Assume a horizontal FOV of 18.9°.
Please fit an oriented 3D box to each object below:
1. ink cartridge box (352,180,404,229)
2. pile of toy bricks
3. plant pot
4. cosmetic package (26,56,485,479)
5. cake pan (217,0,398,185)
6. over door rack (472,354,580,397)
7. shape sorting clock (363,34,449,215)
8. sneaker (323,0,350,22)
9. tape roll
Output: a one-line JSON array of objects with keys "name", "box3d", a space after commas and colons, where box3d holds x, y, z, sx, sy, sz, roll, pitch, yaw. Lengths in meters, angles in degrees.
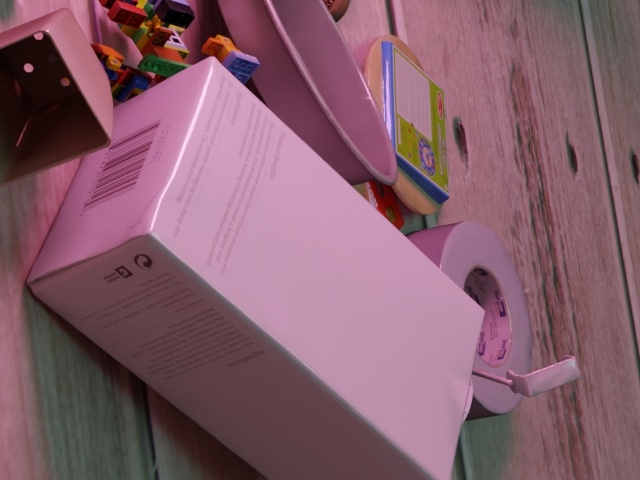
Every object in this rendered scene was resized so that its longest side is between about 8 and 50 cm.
[{"name": "ink cartridge box", "box3d": [0.048, -0.046, 2.024, 0.179, 0.045, 0.145, -43, 117, -53]}, {"name": "pile of toy bricks", "box3d": [-0.155, -0.185, 1.695, 0.212, 0.118, 0.105, 13, 35, -48]}, {"name": "plant pot", "box3d": [-0.227, -0.125, 1.539, 0.109, 0.109, 0.096, 62, 21, -24]}, {"name": "cosmetic package", "box3d": [-0.040, 0.054, 1.660, 0.385, 0.156, 0.217, 45, 43, -28]}, {"name": "cake pan", "box3d": [-0.018, -0.172, 1.857, 0.293, 0.054, 0.293, 57, 13, -21]}, {"name": "over door rack", "box3d": [0.144, 0.226, 1.845, 0.108, 0.324, 0.239, -23, 101, -29]}, {"name": "shape sorting clock", "box3d": [0.095, -0.128, 2.134, 0.206, 0.040, 0.206, 37, 45, -48]}, {"name": "sneaker", "box3d": [0.027, -0.307, 2.062, 0.086, 0.064, 0.192, 28, 52, -47]}, {"name": "tape roll", "box3d": [0.155, 0.090, 2.123, 0.219, 0.072, 0.219, 30, 54, -53]}]
